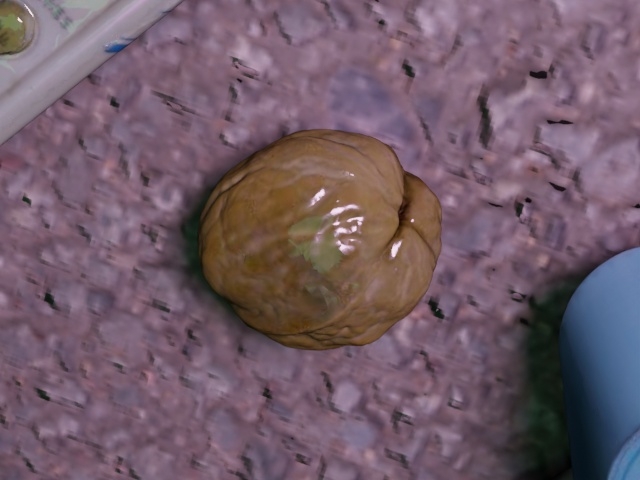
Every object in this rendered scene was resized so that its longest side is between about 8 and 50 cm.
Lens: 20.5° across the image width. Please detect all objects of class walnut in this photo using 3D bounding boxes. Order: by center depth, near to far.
[{"bbox_3d":[0.000,0.000,0.660,0.092,0.092,0.092,3,110,7],"label":"walnut"}]

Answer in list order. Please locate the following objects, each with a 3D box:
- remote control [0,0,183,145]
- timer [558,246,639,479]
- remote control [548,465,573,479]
[{"bbox_3d":[-0.114,-0.118,0.640,0.335,0.065,0.128,-35,104,18],"label":"remote control"},{"bbox_3d":[0.212,0.114,0.662,0.231,0.091,0.250,-10,122,-3],"label":"timer"},{"bbox_3d":[0.114,0.139,0.710,0.097,0.045,0.256,40,105,-12],"label":"remote control"}]
